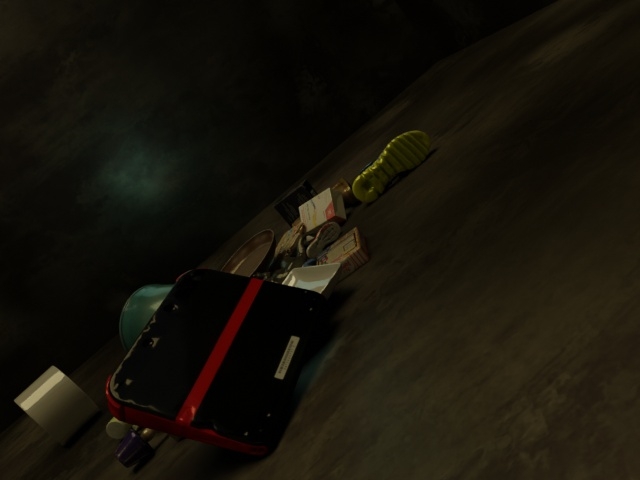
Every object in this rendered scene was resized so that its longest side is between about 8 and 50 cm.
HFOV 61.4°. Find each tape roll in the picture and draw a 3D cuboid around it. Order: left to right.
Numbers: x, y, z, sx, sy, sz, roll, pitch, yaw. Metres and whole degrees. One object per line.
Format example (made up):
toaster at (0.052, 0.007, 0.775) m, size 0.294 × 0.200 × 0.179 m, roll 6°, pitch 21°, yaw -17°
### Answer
tape roll at (-0.952, 0.598, 1.957) m, size 0.169 × 0.246 × 0.246 m, roll -48°, pitch 16°, yaw -31°

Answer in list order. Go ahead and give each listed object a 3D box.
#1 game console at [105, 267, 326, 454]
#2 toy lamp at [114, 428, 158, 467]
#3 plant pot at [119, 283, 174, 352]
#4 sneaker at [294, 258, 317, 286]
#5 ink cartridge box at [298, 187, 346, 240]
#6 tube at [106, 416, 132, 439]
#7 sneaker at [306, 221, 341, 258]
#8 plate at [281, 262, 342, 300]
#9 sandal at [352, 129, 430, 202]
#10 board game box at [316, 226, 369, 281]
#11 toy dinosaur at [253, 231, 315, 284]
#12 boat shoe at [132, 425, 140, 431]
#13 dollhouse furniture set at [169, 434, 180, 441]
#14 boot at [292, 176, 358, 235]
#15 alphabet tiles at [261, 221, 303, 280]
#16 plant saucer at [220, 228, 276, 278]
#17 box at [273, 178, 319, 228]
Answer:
game console at (-0.197, 0.216, 1.079) m, size 0.386 × 0.342 × 0.060 m, roll -67°, pitch -16°, yaw -47°
toy lamp at (-0.377, 0.427, 1.313) m, size 0.275 × 0.080 × 0.080 m, roll -46°, pitch 15°, yaw -24°
plant pot at (-0.431, 0.258, 1.672) m, size 0.255 × 0.272 × 0.272 m, roll -11°, pitch 28°, yaw 36°
sneaker at (-0.032, 0.105, 1.501) m, size 0.059 × 0.053 × 0.144 m, roll -27°, pitch 27°, yaw 46°
ink cartridge box at (-0.008, -0.088, 1.912) m, size 0.198 × 0.067 × 0.115 m, roll -30°, pitch 58°, yaw 36°
tube at (-0.558, 0.502, 1.623) m, size 0.070 × 0.062 × 0.240 m, roll 7°, pitch 15°, yaw 4°
sneaker at (0.000, 0.000, 1.748) m, size 0.158 × 0.061 × 0.065 m, roll -45°, pitch 8°, yaw -24°
plate at (-0.074, 0.179, 1.317) m, size 0.277 × 0.045 × 0.278 m, roll -54°, pitch 18°, yaw -22°
sandal at (0.235, -0.262, 1.847) m, size 0.317 × 0.126 × 0.138 m, roll -37°, pitch 9°, yaw 6°
board game box at (0.057, 0.045, 1.464) m, size 0.146 × 0.045 × 0.193 m, roll -36°, pitch 13°, yaw 12°
toy dinosaur at (-0.104, 0.107, 1.620) m, size 0.313 × 0.121 × 0.160 m, roll -38°, pitch 24°, yaw -14°
boat shoe at (-0.457, 0.429, 1.408) m, size 0.080 × 0.073 × 0.223 m, roll -33°, pitch -14°, yaw -48°
dollhouse furniture set at (-0.300, 0.359, 1.246) m, size 0.151 × 0.144 × 0.123 m, roll -49°, pitch 2°, yaw 29°
boot at (0.019, -0.108, 2.017) m, size 0.269 × 0.089 × 0.236 m, roll -42°, pitch 12°, yaw 5°
alphabet tiles at (-0.153, 0.065, 1.905) m, size 0.278 × 0.021 × 0.284 m, roll -61°, pitch 14°, yaw -26°
plant saucer at (-0.251, 0.094, 1.804) m, size 0.310 × 0.050 × 0.311 m, roll -40°, pitch 22°, yaw 20°
box at (-0.077, -0.136, 2.188) m, size 0.158 × 0.156 × 0.093 m, roll -35°, pitch 13°, yaw 20°
